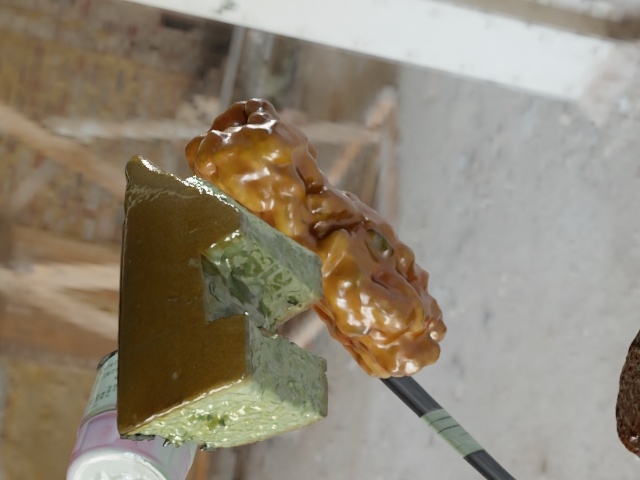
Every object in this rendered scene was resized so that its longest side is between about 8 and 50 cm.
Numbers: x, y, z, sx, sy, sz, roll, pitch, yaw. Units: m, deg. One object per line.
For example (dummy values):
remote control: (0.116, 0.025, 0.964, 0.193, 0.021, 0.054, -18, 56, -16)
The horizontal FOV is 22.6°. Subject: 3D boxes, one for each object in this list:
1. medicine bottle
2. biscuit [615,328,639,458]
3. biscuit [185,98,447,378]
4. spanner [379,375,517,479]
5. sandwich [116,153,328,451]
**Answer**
medicine bottle: (-0.200, 0.215, 1.754, 0.168, 0.135, 0.135, -76, 6, -53)
biscuit: (0.348, 0.128, 1.557, 0.192, 0.049, 0.192, -161, 90, -73)
biscuit: (0.000, 0.000, 1.566, 0.110, 0.312, 0.318, -41, 0, -6)
spanner: (0.164, 0.232, 1.754, 0.316, 0.087, 0.024, 43, 125, 22)
sandwich: (-0.075, 0.030, 1.160, 0.128, 0.122, 0.236, -22, 58, 28)
